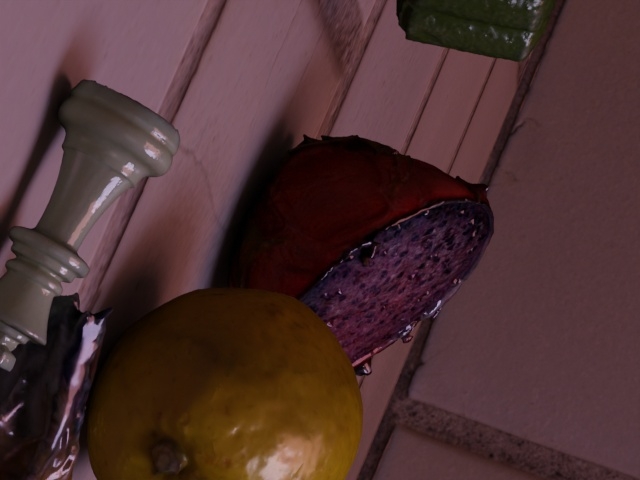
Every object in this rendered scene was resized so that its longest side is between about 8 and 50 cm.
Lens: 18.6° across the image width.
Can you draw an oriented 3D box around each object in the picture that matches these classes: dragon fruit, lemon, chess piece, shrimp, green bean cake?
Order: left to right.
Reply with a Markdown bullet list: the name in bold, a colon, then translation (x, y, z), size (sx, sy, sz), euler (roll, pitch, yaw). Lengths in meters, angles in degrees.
- **shrimp**: translation (-0.176, 0.170, 0.954), size (0.317, 0.062, 0.164), euler (-69, 169, 21)
- **chess piece**: translation (-0.125, 0.001, 0.902), size (0.149, 0.059, 0.059), euler (-60, 170, -10)
- **lemon**: translation (-0.057, 0.108, 1.190), size (0.207, 0.170, 0.170), euler (-32, 143, -78)
- **dragon fruit**: translation (0.003, -0.003, 1.454), size (0.218, 0.148, 0.223), euler (-23, 153, -34)
- **green bean cake**: translation (0.133, -0.280, 1.423), size (0.222, 0.125, 0.248), euler (104, -2, -50)
